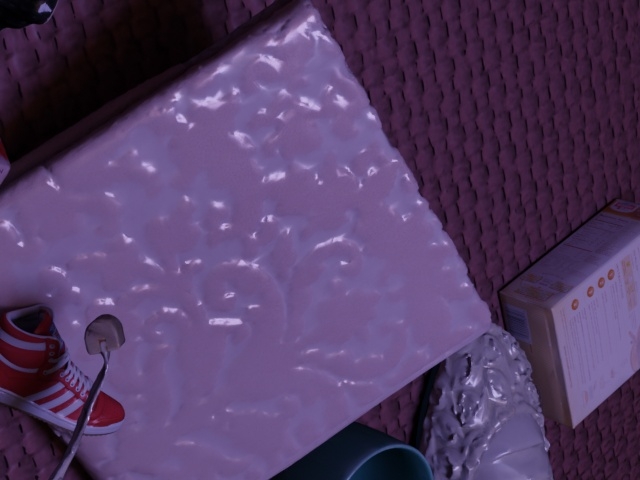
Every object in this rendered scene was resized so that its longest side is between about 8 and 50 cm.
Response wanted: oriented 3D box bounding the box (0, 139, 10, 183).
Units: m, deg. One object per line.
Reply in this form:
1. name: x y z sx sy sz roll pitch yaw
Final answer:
1. box: -0.288 0.012 0.805 0.128 0.123 0.257 23 110 -34

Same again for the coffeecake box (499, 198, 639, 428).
1. coffeecake box: 0.267 0.068 1.470 0.185 0.068 0.142 -35 125 -31

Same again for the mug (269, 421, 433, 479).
1. mug: 0.014 0.228 1.258 0.129 0.097 0.158 8 98 -46

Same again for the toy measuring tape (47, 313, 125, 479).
1. toy measuring tape: -0.234 0.184 0.948 0.121 0.121 0.330 21 92 -46

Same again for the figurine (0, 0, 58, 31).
1. figurine: -0.280 -0.123 0.878 0.209 0.092 0.215 21 89 -38

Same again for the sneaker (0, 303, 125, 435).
1. sneaker: -0.170 0.085 0.999 0.118 0.042 0.067 23 111 -30

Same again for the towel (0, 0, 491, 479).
1. towel: -0.071 0.029 1.068 0.317 0.053 0.332 -34 125 -3

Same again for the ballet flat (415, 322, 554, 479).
1. ballet flat: 0.155 0.279 1.389 0.147 0.147 0.409 1 102 -44
